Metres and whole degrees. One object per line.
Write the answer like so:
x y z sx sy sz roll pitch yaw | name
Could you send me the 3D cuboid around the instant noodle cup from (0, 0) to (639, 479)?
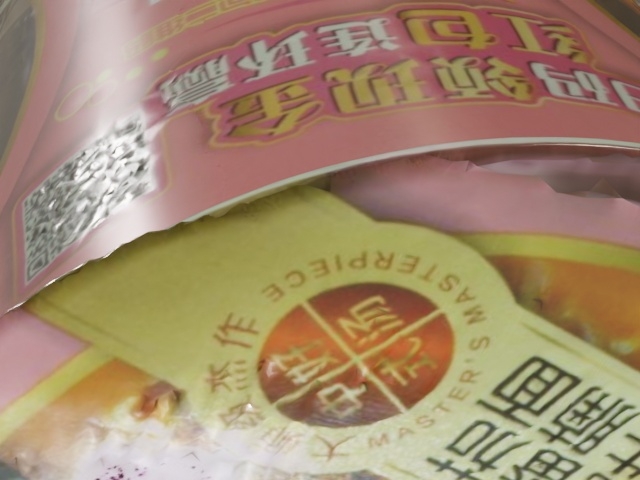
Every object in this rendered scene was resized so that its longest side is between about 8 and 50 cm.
0.000 0.000 0.468 0.244 0.244 0.255 -41 35 21 | instant noodle cup
